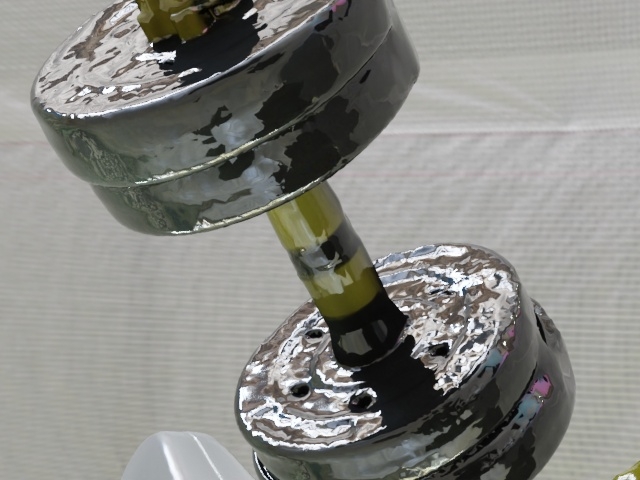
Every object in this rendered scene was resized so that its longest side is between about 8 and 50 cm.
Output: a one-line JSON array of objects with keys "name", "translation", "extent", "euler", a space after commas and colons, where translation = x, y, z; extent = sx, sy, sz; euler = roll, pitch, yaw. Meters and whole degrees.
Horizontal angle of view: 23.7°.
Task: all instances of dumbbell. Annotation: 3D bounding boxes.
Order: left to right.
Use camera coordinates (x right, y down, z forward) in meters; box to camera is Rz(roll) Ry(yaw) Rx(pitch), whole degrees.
[{"name": "dumbbell", "translation": [0.000, 0.000, 0.778], "extent": [0.185, 0.185, 0.388], "euler": [-13, -58, 26]}]

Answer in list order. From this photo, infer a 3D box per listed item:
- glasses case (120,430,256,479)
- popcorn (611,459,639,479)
[{"name": "glasses case", "translation": [-0.026, 0.133, 0.491], "extent": [0.193, 0.049, 0.074], "euler": [47, -57, 55]}, {"name": "popcorn", "translation": [0.187, 0.170, 0.524], "extent": [0.249, 0.225, 0.249], "euler": [-170, -90, -69]}]
